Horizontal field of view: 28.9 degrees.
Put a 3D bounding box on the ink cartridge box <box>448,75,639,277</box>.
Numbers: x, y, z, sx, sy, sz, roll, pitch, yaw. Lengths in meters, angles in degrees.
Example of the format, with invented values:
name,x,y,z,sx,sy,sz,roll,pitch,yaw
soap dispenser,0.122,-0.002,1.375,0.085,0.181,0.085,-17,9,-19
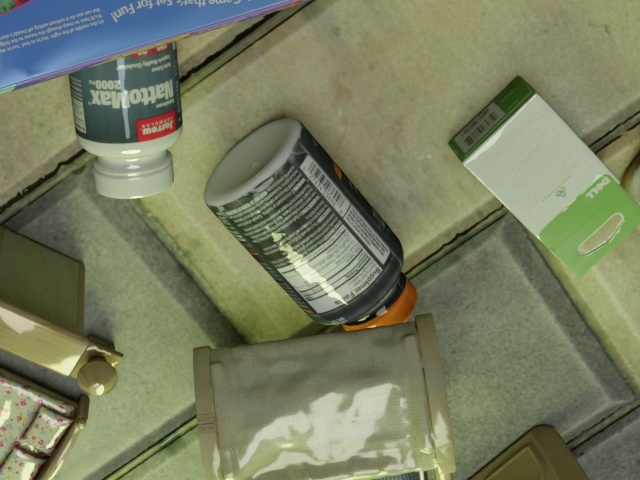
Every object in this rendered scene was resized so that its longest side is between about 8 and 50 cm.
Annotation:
name,x,y,z,sx,sy,sz,roll,pitch,yaw
ink cartridge box,0.251,-0.067,1.363,0.109,0.062,0.209,-44,114,10

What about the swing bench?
name,x,y,z,sx,sy,sz,roll,pitch,yaw
swing bench,0.012,0.224,1.334,0.253,0.165,0.255,-8,142,2

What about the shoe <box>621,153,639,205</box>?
name,x,y,z,sx,sy,sz,roll,pitch,yaw
shoe,0.410,-0.127,1.368,0.076,0.058,0.219,19,109,-18

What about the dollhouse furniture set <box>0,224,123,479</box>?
name,x,y,z,sx,sy,sz,roll,pitch,yaw
dollhouse furniture set,-0.391,0.173,1.292,0.303,0.174,0.355,28,106,-20

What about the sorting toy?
name,x,y,z,sx,sy,sz,roll,pitch,yaw
sorting toy,0.234,0.369,1.423,0.229,0.307,0.041,-37,121,7

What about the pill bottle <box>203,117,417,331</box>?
name,x,y,z,sx,sy,sz,roll,pitch,yaw
pill bottle,0.000,0.000,1.310,0.130,0.130,0.246,-37,116,7

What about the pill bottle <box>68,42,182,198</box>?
name,x,y,z,sx,sy,sz,roll,pitch,yaw
pill bottle,-0.191,-0.139,1.225,0.108,0.108,0.180,-6,115,-8

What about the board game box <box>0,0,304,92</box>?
name,x,y,z,sx,sy,sz,roll,pitch,yaw
board game box,-0.172,-0.286,1.099,0.347,0.078,0.233,-19,98,-16
